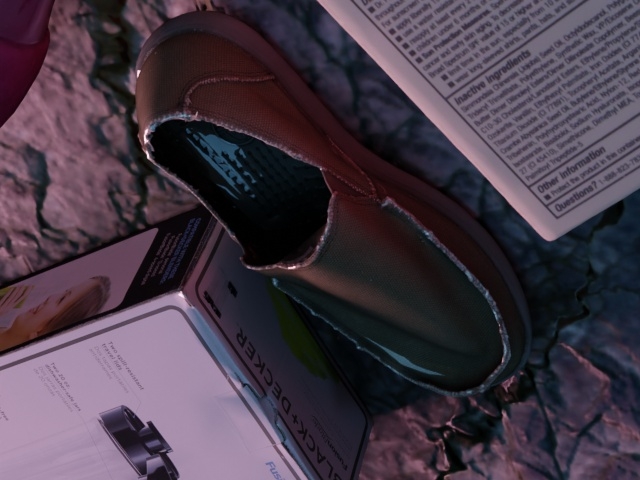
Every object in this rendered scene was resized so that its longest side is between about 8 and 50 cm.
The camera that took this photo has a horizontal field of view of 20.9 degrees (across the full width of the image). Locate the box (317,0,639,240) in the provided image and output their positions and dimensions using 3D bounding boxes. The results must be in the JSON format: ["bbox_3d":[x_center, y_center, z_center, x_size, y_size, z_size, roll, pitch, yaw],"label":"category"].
[{"bbox_3d":[0.081,-0.142,0.706,0.148,0.127,0.232,-34,110,32],"label":"box"}]

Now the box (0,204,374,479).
[{"bbox_3d":[-0.136,0.107,0.962,0.290,0.087,0.169,-21,116,27],"label":"box"}]

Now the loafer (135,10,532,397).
[{"bbox_3d":[0.000,0.000,0.850,0.251,0.087,0.094,40,124,-14],"label":"loafer"}]

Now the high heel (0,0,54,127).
[{"bbox_3d":[-0.293,-0.170,0.779,0.377,0.127,0.181,29,116,-10],"label":"high heel"}]
